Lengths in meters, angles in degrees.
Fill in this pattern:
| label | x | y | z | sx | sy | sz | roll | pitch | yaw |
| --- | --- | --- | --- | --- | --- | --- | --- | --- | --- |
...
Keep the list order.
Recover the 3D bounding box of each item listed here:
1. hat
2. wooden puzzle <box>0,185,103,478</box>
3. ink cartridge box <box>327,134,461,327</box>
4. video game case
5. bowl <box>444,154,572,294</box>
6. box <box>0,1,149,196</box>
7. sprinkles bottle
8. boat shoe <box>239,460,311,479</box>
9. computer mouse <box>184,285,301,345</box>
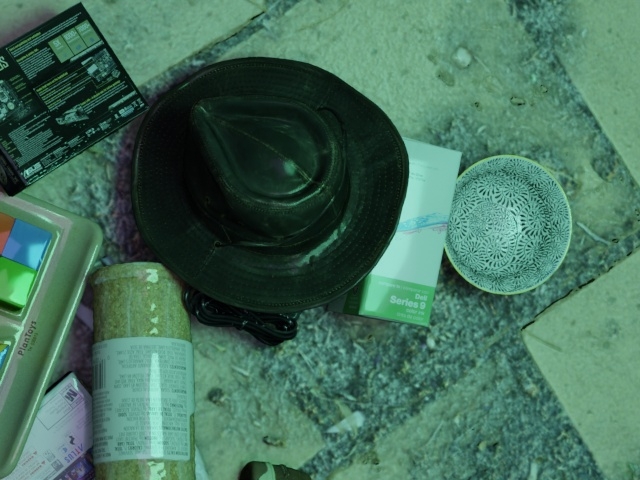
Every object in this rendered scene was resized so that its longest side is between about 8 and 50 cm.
| label | x | y | z | sx | sy | sz | roll | pitch | yaw |
| --- | --- | --- | --- | --- | --- | --- | --- | --- | --- |
| hat | -0.070 | -0.086 | 1.638 | 0.331 | 0.134 | 0.331 | -3 | 70 | 8 |
| wooden puzzle | -0.452 | 0.063 | 1.655 | 0.348 | 0.080 | 0.322 | 22 | 76 | -12 |
| ink cartridge box | 0.087 | -0.010 | 1.767 | 0.093 | 0.154 | 0.212 | 10 | 87 | -13 |
| video game case | -0.311 | 0.304 | 1.726 | 0.232 | 0.042 | 0.210 | -41 | 98 | -11 |
| bowl | 0.217 | -0.018 | 1.836 | 0.170 | 0.080 | 0.170 | 0 | 89 | -13 |
| box | -0.314 | -0.160 | 1.692 | 0.180 | 0.077 | 0.147 | -37 | 98 | -26 |
| sprinkles bottle | -0.198 | 0.206 | 1.675 | 0.121 | 0.121 | 0.355 | 0 | 76 | -13 |
| boat shoe | -0.055 | 0.395 | 1.762 | 0.095 | 0.095 | 0.257 | 9 | 87 | -19 |
| computer mouse | -0.059 | -0.006 | 1.757 | 0.184 | 0.060 | 0.262 | 30 | 61 | -41 |
